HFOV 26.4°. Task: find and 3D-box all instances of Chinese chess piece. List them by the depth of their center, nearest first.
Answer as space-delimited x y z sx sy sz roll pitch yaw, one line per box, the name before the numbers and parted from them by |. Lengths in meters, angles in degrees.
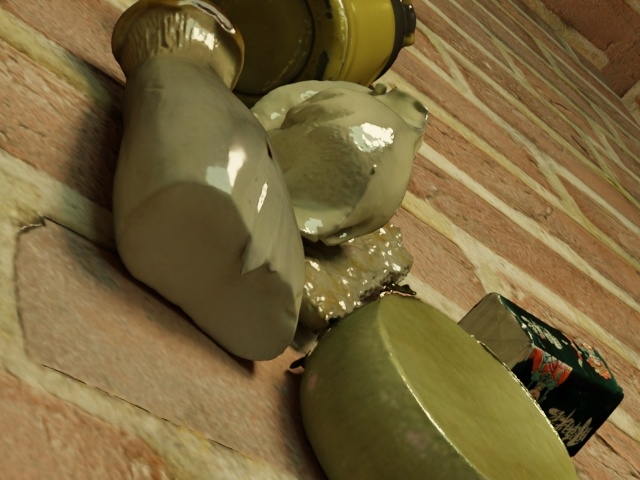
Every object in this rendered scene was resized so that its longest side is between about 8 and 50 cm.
Chinese chess piece | 0.085 0.142 0.975 0.238 0.092 0.238 40 21 -18

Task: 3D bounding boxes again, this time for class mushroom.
mushroom | -0.093 -0.065 1.018 0.328 0.122 0.159 -106 -177 -52

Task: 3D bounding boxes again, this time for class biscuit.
biscuit | -0.001 0.001 1.160 0.141 0.038 0.290 44 20 7

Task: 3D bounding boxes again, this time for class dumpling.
dumpling | 0.001 -0.073 1.122 0.155 0.111 0.181 27 21 23

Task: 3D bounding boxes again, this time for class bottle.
bottle | -0.012 -0.208 1.360 0.171 0.171 0.351 48 18 4

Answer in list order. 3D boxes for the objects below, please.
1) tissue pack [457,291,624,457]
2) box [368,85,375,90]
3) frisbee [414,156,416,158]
tissue pack | 0.182 0.126 1.203 0.170 0.103 0.090 27 20 -46
box | 0.053 -0.154 1.620 0.125 0.027 0.126 52 21 25
frisbee | 0.037 -0.153 1.537 0.187 0.012 0.211 50 29 20
